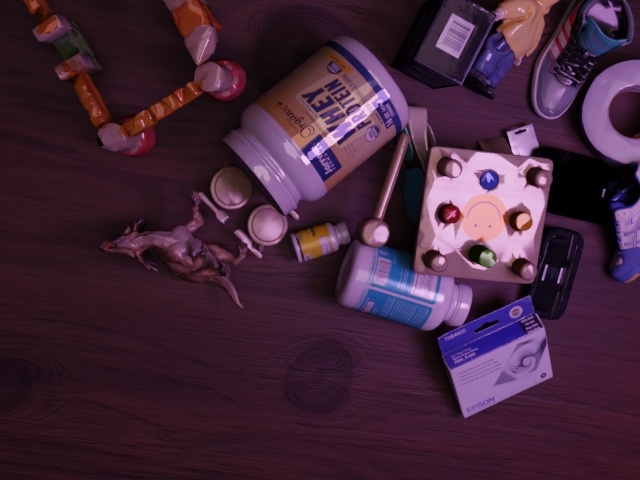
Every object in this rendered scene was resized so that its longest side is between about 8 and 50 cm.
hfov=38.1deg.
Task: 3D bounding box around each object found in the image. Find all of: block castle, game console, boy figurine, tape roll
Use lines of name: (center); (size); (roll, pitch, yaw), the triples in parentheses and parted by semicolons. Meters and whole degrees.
block castle: (-0.366, -0.413, 1.745); (0.303, 0.213, 0.453); (-30, 93, 9)
game console: (0.508, -0.008, 1.976); (0.213, 0.044, 0.361); (12, 96, -19)
boy figurine: (0.390, -0.433, 1.876); (0.285, 0.092, 0.177); (-57, 144, 1)
tape roll: (0.653, -0.262, 1.928); (0.219, 0.072, 0.219); (-1, 87, 11)

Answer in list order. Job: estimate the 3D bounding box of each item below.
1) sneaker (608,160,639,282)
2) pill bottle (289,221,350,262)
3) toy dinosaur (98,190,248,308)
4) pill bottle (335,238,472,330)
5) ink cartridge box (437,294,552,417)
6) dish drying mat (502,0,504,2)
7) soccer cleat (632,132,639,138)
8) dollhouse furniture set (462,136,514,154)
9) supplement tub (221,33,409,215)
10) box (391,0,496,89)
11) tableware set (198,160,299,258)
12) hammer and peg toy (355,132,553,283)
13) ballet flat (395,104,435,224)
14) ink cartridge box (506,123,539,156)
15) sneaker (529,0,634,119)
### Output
sneaker: (0.654, -0.046, 1.941); (0.131, 0.112, 0.296); (15, 123, -2)
pill bottle: (0.000, 0.000, 1.910); (0.116, 0.065, 0.065); (-17, 99, -6)
toy dinosaur: (-0.276, 0.033, 1.846); (0.200, 0.127, 0.295); (-23, 129, 29)
pill bottle: (0.173, 0.099, 1.904); (0.264, 0.146, 0.146); (18, 94, -9)
ink cartridge box: (0.372, 0.249, 1.952); (0.223, 0.045, 0.224); (-25, 127, -4)
dish drying mat: (0.423, -0.501, 1.936); (0.083, 0.008, 0.032); (6, 97, -8)
soccer cleat: (0.736, -0.122, 1.994); (0.095, 0.083, 0.248); (-10, 97, 9)
dollhouse furniture set: (0.333, -0.114, 1.961); (0.144, 0.123, 0.151); (-9, 133, -6)
supplement tub: (-0.011, -0.219, 1.792); (0.316, 0.228, 0.228); (-40, 100, -5)
box: (0.238, -0.391, 1.824); (0.108, 0.207, 0.153); (26, 94, -10)
tableware set: (-0.150, -0.069, 1.897); (0.128, 0.039, 0.194); (-46, 106, -12)
hammer and peg toy: (0.264, -0.059, 1.798); (0.361, 0.127, 0.266); (6, 99, -10)
ballet flat: (0.209, -0.160, 1.917); (0.086, 0.086, 0.248); (-10, 97, -6)
ink cartridge box: (0.433, -0.184, 1.965); (0.063, 0.029, 0.115); (-18, 98, -6)
sneaker: (0.538, -0.384, 1.879); (0.124, 0.178, 0.295); (22, 94, -10)
